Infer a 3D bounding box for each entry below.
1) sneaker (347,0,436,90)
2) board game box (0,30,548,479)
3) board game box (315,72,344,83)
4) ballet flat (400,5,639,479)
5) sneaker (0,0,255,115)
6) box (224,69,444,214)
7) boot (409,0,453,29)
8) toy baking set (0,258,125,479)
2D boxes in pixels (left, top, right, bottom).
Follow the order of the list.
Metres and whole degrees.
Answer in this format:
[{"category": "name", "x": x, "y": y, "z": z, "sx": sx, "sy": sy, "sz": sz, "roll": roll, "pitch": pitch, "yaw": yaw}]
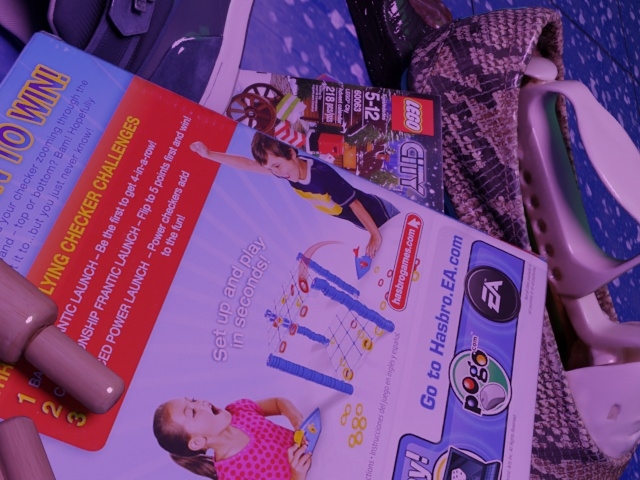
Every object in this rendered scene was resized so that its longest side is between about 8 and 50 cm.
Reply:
[{"category": "sneaker", "x": 0.077, "y": -0.194, "z": 0.862, "sx": 0.089, "sy": 0.051, "sz": 0.170, "roll": -9, "pitch": 86, "yaw": -52}, {"category": "board game box", "x": -0.056, "y": 0.087, "z": 0.422, "sx": 0.302, "sy": 0.086, "sz": 0.308, "roll": 24, "pitch": 51, "yaw": -9}, {"category": "board game box", "x": 0.051, "y": -0.074, "z": 0.786, "sx": 0.169, "sy": 0.033, "sz": 0.133, "roll": 22, "pitch": 58, "yaw": -46}, {"category": "ballet flat", "x": 0.210, "y": 0.035, "z": 0.780, "sx": 0.164, "sy": 0.182, "sz": 0.483, "roll": -21, "pitch": 96, "yaw": -50}, {"category": "sneaker", "x": -0.111, "y": -0.194, "z": 0.557, "sx": 0.163, "sy": 0.086, "sz": 0.226, "roll": 16, "pitch": 82, "yaw": -46}, {"category": "box", "x": 0.000, "y": 0.000, "z": 0.603, "sx": 0.159, "sy": 0.044, "sz": 0.233, "roll": 6, "pitch": 63, "yaw": -7}, {"category": "boot", "x": 0.098, "y": -0.217, "z": 0.907, "sx": 0.114, "sy": 0.037, "sz": 0.106, "roll": 26, "pitch": 42, "yaw": -47}, {"category": "toy baking set", "x": -0.198, "y": 0.046, "z": 0.306, "sx": 0.256, "sy": 0.030, "sz": 0.197, "roll": 41, "pitch": 51, "yaw": 6}]
